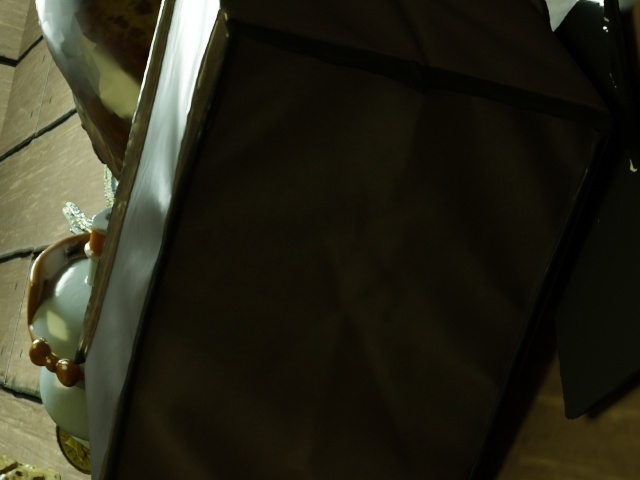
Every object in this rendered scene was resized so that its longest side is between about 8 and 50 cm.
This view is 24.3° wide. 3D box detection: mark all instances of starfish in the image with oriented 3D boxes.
[{"bbox_3d":[-0.217,-0.007,1.497,0.176,0.053,0.208,132,143,-53],"label":"starfish"}]

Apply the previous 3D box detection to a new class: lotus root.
[{"bbox_3d":[-0.072,-0.108,0.932,0.291,0.193,0.193,47,127,32],"label":"lotus root"}]

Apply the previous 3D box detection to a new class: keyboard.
[{"bbox_3d":[0.119,-0.023,0.642,0.074,0.015,0.196,122,154,-51],"label":"keyboard"}]

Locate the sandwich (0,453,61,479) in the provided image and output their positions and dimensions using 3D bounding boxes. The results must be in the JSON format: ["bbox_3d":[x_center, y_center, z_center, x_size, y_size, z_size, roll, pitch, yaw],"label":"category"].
[{"bbox_3d":[-0.340,0.365,1.484,0.325,0.131,0.262,-107,34,-51],"label":"sandwich"}]

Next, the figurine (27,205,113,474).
[{"bbox_3d":[-0.184,0.094,1.228,0.143,0.143,0.271,-110,40,-58],"label":"figurine"}]

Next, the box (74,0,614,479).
[{"bbox_3d":[0.000,0.000,0.680,0.153,0.188,0.252,-113,39,-59],"label":"box"}]
